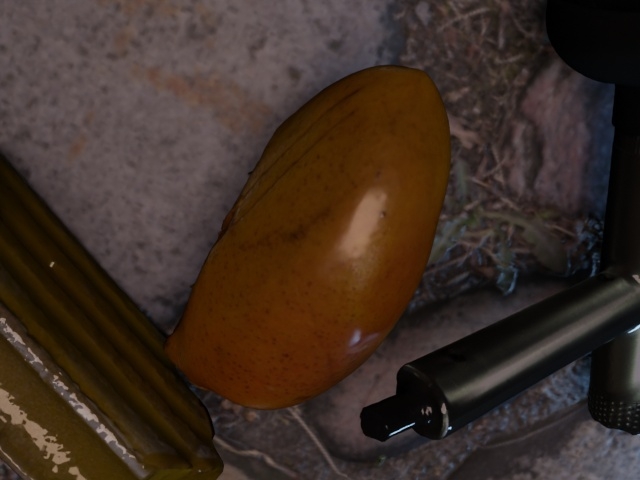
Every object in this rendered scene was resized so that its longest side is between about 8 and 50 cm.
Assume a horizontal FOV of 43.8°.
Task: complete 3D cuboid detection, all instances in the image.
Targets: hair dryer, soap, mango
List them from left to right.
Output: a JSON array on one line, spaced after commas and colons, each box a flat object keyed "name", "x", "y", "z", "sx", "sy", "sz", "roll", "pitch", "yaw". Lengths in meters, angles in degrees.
[{"name": "soap", "x": -0.165, "y": 0.071, "z": 0.503, "sx": 0.080, "sy": 0.160, "sz": 0.258, "roll": -35, "pitch": 104, "yaw": 7}, {"name": "mango", "x": 0.000, "y": 0.000, "z": 0.512, "sx": 0.126, "sy": 0.154, "sz": 0.252, "roll": 25, "pitch": 115, "yaw": -18}, {"name": "hair dryer", "x": 0.171, "y": 0.005, "z": 0.476, "sx": 0.155, "sy": 0.284, "sz": 0.321, "roll": 16, "pitch": 112, "yaw": 35}]
